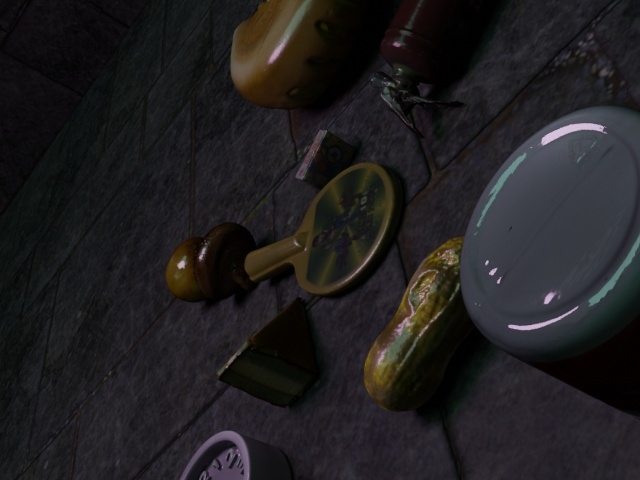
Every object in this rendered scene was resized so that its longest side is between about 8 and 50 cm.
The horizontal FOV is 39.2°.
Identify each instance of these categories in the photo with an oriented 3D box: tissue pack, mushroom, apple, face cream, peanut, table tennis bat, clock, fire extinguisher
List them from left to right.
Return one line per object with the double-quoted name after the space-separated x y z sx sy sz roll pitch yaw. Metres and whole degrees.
-0.214 0.050 1.535 0.102 0.099 0.114 -49 33 29 "apple"
-0.153 0.033 1.442 0.126 0.109 0.085 -55 18 -22 "mushroom"
-0.119 0.344 1.136 0.197 0.068 0.196 -41 34 36 "clock"
0.000 0.000 1.279 0.321 0.050 0.198 -22 48 45 "table tennis bat"
0.008 -0.116 1.343 0.083 0.063 0.035 -61 30 0 "tissue pack"
0.117 0.088 0.947 0.206 0.087 0.087 -60 27 9 "peanut"
0.173 -0.296 1.199 0.147 0.106 0.336 24 88 38 "fire extinguisher"
0.236 0.023 0.687 0.201 0.187 0.201 -41 34 36 "face cream"

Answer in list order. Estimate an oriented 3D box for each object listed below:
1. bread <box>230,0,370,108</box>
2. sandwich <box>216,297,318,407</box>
-0.020 -0.368 1.516 0.333 0.160 0.332 -40 36 38 "bread"
-0.077 0.129 1.210 0.079 0.113 0.163 -49 30 25 "sandwich"
